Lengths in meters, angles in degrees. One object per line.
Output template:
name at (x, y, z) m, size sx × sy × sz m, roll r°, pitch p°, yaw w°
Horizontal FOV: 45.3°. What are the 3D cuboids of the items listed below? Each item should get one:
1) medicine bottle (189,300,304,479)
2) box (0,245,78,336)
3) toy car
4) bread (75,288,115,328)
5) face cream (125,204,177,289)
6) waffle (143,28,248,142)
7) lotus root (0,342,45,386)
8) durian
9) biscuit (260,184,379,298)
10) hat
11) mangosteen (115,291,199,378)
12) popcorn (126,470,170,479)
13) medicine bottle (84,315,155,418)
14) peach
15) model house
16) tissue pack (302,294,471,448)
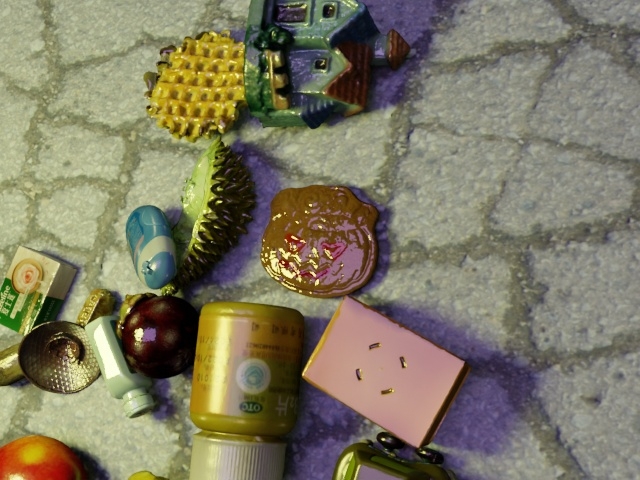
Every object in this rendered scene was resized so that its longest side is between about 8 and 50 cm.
medicine bottle at (-0.156, 0.326, 1.575) m, size 0.224 × 0.224 × 0.384 m, roll 2°, pitch 78°, yaw 18°
box at (-0.701, 0.129, 1.870) m, size 0.135 × 0.081 × 0.199 m, roll 19°, pitch 82°, yaw 20°
toy car at (0.134, 0.484, 1.462) m, size 0.247 × 0.198 × 0.204 m, roll 16°, pitch 82°, yaw 19°
bread at (-0.531, 0.166, 1.818) m, size 0.066 × 0.060 × 0.110 m, roll 25°, pitch 83°, yaw 8°
face cream at (-0.377, 0.016, 1.716) m, size 0.264 × 0.083 × 0.149 m, roll 52°, pitch 127°, yaw 56°
waffle at (-0.284, -0.377, 1.842) m, size 0.329 × 0.062 × 0.329 m, roll -8°, pitch 65°, yaw 18°
lotus root at (-0.734, 0.298, 1.840) m, size 0.179 × 0.089 × 0.080 m, roll -24°, pitch 113°, yaw 7°
durian at (-0.281, -0.049, 1.741) m, size 0.198 × 0.163 × 0.394 m, roll 25°, pitch 92°, yaw 23°
biscuit at (-0.001, 0.000, 1.696) m, size 0.273 × 0.049 × 0.257 m, roll 8°, pitch 80°, yaw 17°
hat at (-0.609, 0.261, 1.815) m, size 0.193 × 0.082 × 0.193 m, roll -3°, pitch 110°, yaw -8°
mangosteen at (-0.367, 0.197, 1.686) m, size 0.230 × 0.194 × 0.194 m, roll 33°, pitch 89°, yaw 19°
popcorn at (-0.359, 0.614, 1.549) m, size 0.334 × 0.292 × 0.294 m, roll -18°, pitch 81°, yaw 20°
medicine bottle at (-0.445, 0.286, 1.730) m, size 0.083 × 0.121 × 0.229 m, roll -29°, pitch 71°, yaw 9°
peach at (-0.640, 0.538, 1.700) m, size 0.226 × 0.190 × 0.196 m, roll 11°, pitch 90°, yaw 13°
model house at (0.024, -0.402, 1.684) m, size 0.329 × 0.252 × 0.295 m, roll 6°, pitch 79°, yaw 12°
tissue pack at (0.135, 0.265, 1.542) m, size 0.274 × 0.145 × 0.194 m, roll 29°, pitch 86°, yaw 22°
